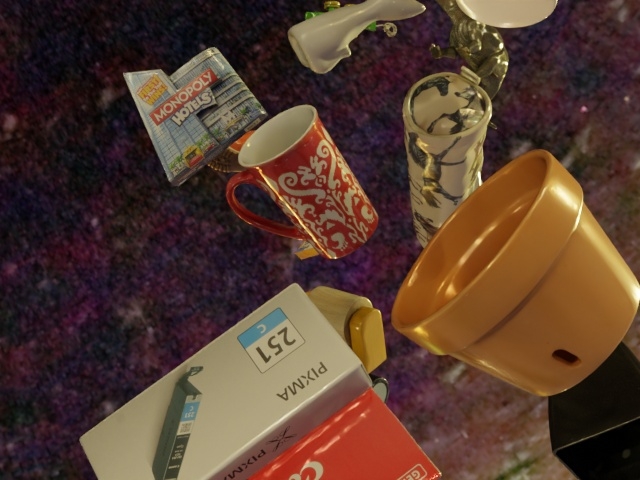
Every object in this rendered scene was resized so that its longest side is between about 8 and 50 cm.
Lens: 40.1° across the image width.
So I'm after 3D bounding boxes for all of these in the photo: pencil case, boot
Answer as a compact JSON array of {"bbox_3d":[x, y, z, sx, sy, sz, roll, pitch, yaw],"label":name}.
[{"bbox_3d":[0.257,-0.147,1.739,0.183,0.160,0.410,-54,153,-25],"label":"pencil case"},{"bbox_3d":[-0.147,-0.164,1.543,0.158,0.084,0.059,15,140,-11],"label":"boot"}]

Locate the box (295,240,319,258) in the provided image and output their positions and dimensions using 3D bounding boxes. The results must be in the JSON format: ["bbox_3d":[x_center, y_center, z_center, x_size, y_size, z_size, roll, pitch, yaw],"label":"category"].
[{"bbox_3d":[0.000,0.000,2.139,0.028,0.136,0.081,44,60,-16],"label":"box"}]

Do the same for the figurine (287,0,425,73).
[{"bbox_3d":[0.029,-0.386,1.307,0.209,0.092,0.215,-30,99,-4],"label":"figurine"}]

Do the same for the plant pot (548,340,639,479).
[{"bbox_3d":[0.472,0.277,1.418,0.188,0.167,0.187,-29,130,20],"label":"plant pot"}]

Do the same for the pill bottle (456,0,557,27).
[{"bbox_3d":[0.288,-0.491,1.271,0.188,0.188,0.334,34,62,-52],"label":"pill bottle"}]

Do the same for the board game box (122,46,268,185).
[{"bbox_3d":[-0.222,-0.225,1.437,0.194,0.194,0.060,-38,175,1],"label":"board game box"}]

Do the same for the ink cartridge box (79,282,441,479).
[{"bbox_3d":[-0.069,0.224,0.913,0.296,0.261,0.066,-36,144,-7],"label":"ink cartridge box"}]

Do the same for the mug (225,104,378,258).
[{"bbox_3d":[-0.022,-0.065,1.097,0.169,0.150,0.113,52,46,-28],"label":"mug"}]

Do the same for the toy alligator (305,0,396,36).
[{"bbox_3d":[0.066,-0.396,1.578,0.189,0.051,0.056,2,93,-25],"label":"toy alligator"}]

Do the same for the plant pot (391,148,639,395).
[{"bbox_3d":[0.260,0.058,1.112,0.203,0.291,0.291,38,105,-7],"label":"plant pot"}]

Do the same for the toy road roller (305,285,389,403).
[{"bbox_3d":[0.011,0.296,2.045,0.240,0.202,0.329,-29,122,-43],"label":"toy road roller"}]

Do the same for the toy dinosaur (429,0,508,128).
[{"bbox_3d":[0.319,-0.370,1.743,0.160,0.121,0.313,-44,110,-25],"label":"toy dinosaur"}]
